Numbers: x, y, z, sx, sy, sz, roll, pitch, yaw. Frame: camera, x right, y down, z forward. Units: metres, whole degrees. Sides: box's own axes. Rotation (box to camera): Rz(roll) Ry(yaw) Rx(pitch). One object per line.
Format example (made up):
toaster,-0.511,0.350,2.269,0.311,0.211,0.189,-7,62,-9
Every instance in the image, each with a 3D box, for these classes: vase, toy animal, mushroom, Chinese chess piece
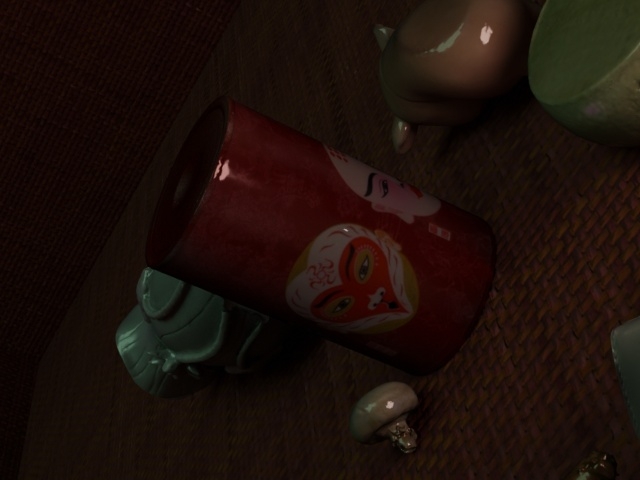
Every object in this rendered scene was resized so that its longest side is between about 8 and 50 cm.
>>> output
vase,-0.171,0.102,1.696,0.445,0.250,0.249,-43,30,56
toy animal,0.157,-0.216,1.325,0.250,0.154,0.166,151,131,-63
mushroom,0.077,0.199,1.199,0.079,0.085,0.085,50,124,20
Chinese chess piece,0.302,-0.208,1.020,0.250,0.101,0.250,-51,24,33

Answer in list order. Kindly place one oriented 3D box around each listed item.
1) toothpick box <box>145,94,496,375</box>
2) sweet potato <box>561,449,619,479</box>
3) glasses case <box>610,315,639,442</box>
toothpick box,0.000,0.000,1.211,0.204,0.333,0.204,-50,26,35
sweet potato,0.130,0.307,0.841,0.336,0.131,0.131,-67,20,-1
glasses case,0.324,0.062,0.703,0.308,0.083,0.128,-36,41,53
